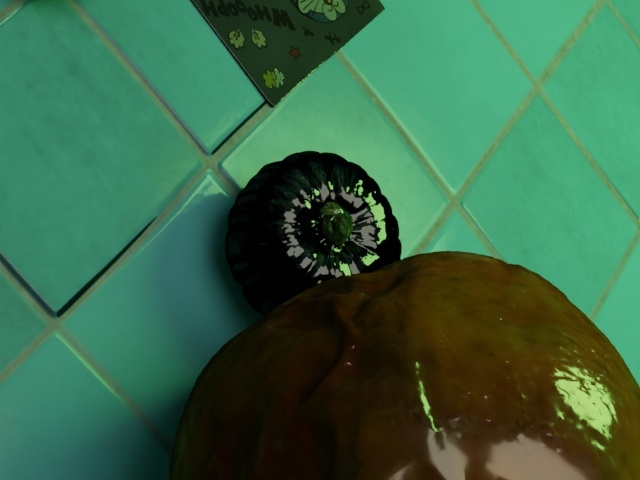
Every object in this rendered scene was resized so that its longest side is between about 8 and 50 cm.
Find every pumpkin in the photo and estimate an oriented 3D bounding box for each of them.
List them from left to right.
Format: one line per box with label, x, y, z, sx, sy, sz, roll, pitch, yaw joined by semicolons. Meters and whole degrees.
pumpkin;-0.005;0.003;1.226;0.194;0.150;0.194;-9;102;-45

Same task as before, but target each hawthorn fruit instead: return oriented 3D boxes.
hawthorn fruit;0.079;0.217;1.012;0.471;0.471;0.472;12;69;-34

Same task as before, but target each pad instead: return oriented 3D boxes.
pad;-0.034;-0.281;1.377;0.170;0.006;0.245;54;51;-12
